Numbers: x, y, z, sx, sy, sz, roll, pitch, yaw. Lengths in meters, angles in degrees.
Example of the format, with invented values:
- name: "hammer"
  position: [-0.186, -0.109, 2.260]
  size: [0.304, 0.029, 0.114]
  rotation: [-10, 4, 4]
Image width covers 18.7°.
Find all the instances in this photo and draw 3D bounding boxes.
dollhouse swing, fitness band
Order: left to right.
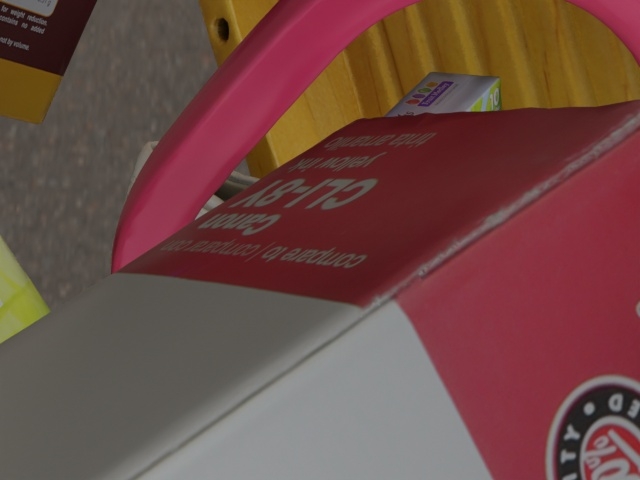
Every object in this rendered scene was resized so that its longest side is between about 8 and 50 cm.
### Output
- name: "dollhouse swing"
  position: [0.023, -0.127, 1.076]
  size: [0.347, 0.305, 0.315]
  rotation: [-13, 94, 46]
- name: "fitness band"
  position: [0.039, -0.011, 0.834]
  size: [0.209, 0.054, 0.291]
  rotation: [37, 113, -14]

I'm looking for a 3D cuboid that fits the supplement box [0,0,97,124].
- name: "supplement box"
  position: [-0.146, -0.161, 0.610]
  size: [0.129, 0.191, 0.194]
  rotation: [28, 97, 23]

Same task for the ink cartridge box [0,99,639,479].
- name: "ink cartridge box"
  position: [-0.045, 0.179, 0.457]
  size: [0.384, 0.160, 0.279]
  rotation: [-33, 108, -23]

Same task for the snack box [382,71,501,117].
- name: "snack box"
  position: [0.038, 0.000, 0.821]
  size: [0.037, 0.141, 0.100]
  rotation: [7, 120, 26]

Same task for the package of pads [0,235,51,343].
- name: "package of pads"
  position: [-0.245, 0.111, 1.177]
  size: [0.101, 0.229, 0.296]
  rotation: [10, 151, 21]

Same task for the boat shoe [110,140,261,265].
- name: "boat shoe"
  position: [0.000, 0.000, 1.126]
  size: [0.277, 0.098, 0.096]
  rotation: [14, 105, 24]
